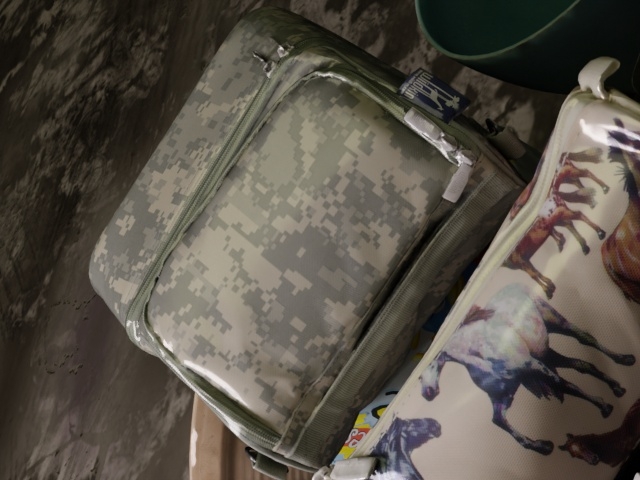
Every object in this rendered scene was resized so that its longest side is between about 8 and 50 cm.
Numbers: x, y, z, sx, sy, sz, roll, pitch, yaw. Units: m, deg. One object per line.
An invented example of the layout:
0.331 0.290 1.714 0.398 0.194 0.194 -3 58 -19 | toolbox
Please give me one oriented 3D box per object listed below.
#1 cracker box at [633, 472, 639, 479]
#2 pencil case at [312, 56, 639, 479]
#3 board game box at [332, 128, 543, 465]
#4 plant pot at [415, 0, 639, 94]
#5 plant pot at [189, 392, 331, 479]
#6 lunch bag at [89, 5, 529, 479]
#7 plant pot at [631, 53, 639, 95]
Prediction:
0.219 0.285 1.065 0.155 0.067 0.232 -127 50 -58 | cracker box
0.147 0.081 1.164 0.410 0.184 0.160 -59 24 13 | pencil case
0.121 0.070 1.387 0.275 0.144 0.142 -49 32 22 | board game box
0.247 -0.234 1.395 0.290 0.195 0.290 -38 37 36 | plant pot
-0.040 0.154 1.547 0.237 0.110 0.237 5 -90 -81 | plant pot
0.000 0.000 1.289 0.305 0.213 0.256 -56 40 7 | lunch bag
0.357 -0.157 1.144 0.167 0.187 0.188 -11 55 66 | plant pot
